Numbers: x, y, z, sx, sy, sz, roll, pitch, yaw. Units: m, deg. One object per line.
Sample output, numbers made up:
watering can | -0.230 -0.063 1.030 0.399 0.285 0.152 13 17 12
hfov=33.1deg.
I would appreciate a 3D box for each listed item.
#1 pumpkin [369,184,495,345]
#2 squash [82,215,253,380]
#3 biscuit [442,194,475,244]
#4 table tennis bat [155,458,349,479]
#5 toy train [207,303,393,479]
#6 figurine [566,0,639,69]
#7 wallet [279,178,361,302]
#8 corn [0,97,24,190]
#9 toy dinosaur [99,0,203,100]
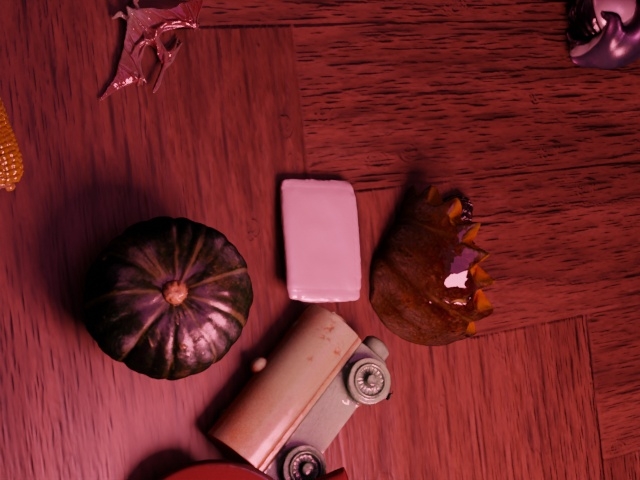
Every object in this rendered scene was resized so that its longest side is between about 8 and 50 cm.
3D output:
pumpkin | 0.161 0.053 1.591 0.149 0.130 0.254 -24 100 -28
squash | -0.195 0.073 1.370 0.218 0.172 0.218 0 91 -22
biscuit | 0.216 -0.025 1.680 0.089 0.027 0.087 36 73 -22
table tennis bat | -0.107 0.371 1.408 0.310 0.038 0.200 -20 103 0
toy train | -0.028 0.224 1.500 0.177 0.116 0.285 42 70 -8
figurine | 0.486 -0.387 1.786 0.145 0.145 0.222 18 78 -27
wallet | 0.000 0.000 1.550 0.124 0.032 0.183 0 79 -27
corn | -0.429 -0.170 1.309 0.080 0.080 0.238 -27 103 -27
toy dinosaur | -0.230 -0.273 1.448 0.220 0.032 0.108 -48 113 -11
